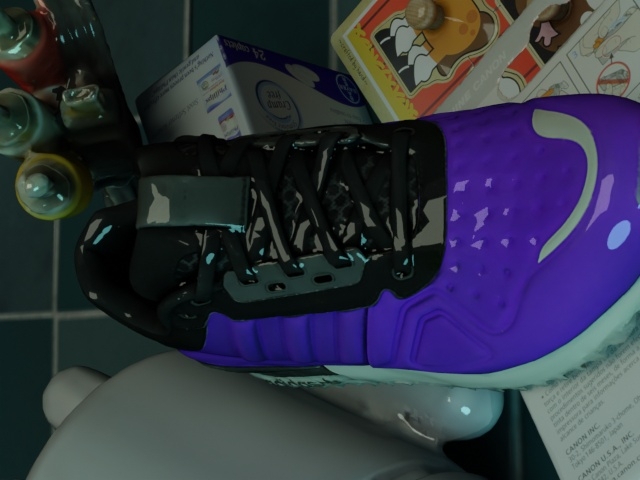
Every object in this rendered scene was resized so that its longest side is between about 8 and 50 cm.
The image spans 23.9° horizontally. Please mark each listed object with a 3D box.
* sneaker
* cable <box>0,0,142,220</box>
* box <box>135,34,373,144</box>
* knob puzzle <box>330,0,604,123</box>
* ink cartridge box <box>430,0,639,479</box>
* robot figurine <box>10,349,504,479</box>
[{"bbox_3d":[0.000,0.001,0.605,0.293,0.146,0.102,-18,60,49],"label":"sneaker"},{"bbox_3d":[-0.134,-0.052,0.848,0.072,0.287,0.139,-13,75,-2],"label":"cable"},{"bbox_3d":[-0.020,-0.030,0.838,0.072,0.126,0.137,-34,65,31],"label":"box"},{"bbox_3d":[0.100,-0.116,0.810,0.213,0.030,0.213,-6,80,40],"label":"knob puzzle"},{"bbox_3d":[0.138,-0.021,0.602,0.181,0.056,0.224,-48,39,27],"label":"ink cartridge box"},{"bbox_3d":[-0.018,0.179,0.764,0.353,0.200,0.299,23,86,40],"label":"robot figurine"}]
